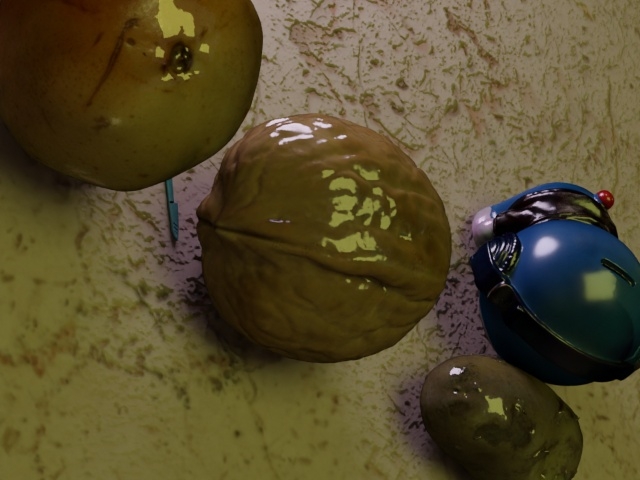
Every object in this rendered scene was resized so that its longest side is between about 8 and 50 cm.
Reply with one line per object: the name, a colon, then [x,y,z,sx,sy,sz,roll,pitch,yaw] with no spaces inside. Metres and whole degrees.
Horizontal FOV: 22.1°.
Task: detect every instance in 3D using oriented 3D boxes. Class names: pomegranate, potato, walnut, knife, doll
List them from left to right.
pomegranate: [-0.211,-0.204,1.766,0.319,0.319,0.319,22,57,-39]
knife: [-0.175,-0.043,1.936,0.014,0.005,0.091,10,66,-42]
walnut: [-0.001,-0.001,1.910,0.313,0.277,0.252,11,34,-39]
potato: [0.234,0.236,2.132,0.262,0.165,0.165,42,46,-31]
doll: [0.327,0.063,2.232,0.284,0.240,0.310,32,35,-15]
